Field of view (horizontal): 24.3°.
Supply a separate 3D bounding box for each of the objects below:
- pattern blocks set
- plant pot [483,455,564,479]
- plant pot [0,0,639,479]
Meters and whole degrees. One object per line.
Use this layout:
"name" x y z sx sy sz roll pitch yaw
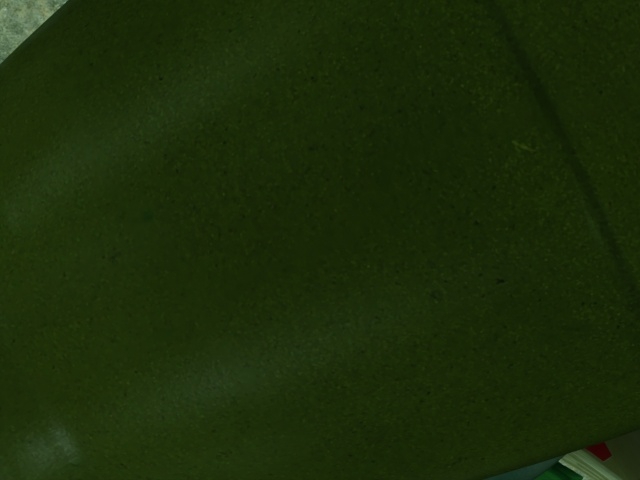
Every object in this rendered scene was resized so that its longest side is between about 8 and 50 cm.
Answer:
"pattern blocks set" 0.232 0.151 1.307 0.285 0.026 0.325 39 -156 -3
"plant pot" 0.131 0.031 1.090 0.293 0.196 0.293 63 -177 -6
"plant pot" -0.005 -0.018 0.719 0.366 0.353 0.366 62 -177 -5
